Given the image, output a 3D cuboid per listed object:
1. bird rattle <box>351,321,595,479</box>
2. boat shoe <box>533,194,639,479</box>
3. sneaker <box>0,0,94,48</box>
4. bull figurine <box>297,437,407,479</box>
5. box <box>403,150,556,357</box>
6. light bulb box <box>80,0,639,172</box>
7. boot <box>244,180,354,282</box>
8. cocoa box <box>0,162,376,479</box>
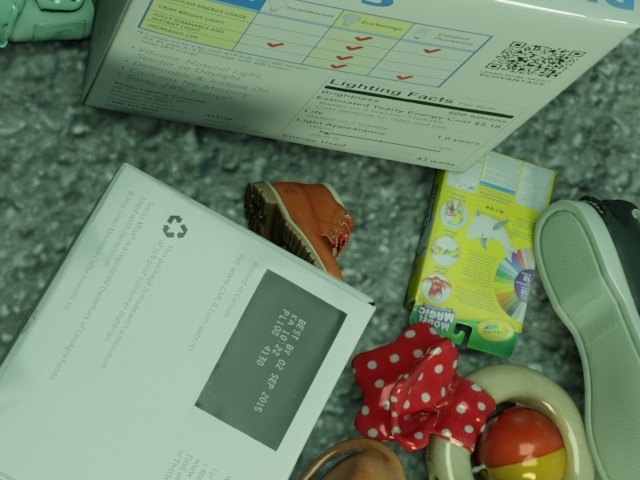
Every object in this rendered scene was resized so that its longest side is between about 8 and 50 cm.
[{"bbox_3d":[0.140,0.187,1.494,0.207,0.143,0.253,-13,75,-33],"label":"bird rattle"},{"bbox_3d":[0.278,0.102,1.503,0.091,0.114,0.302,-6,78,-34],"label":"boat shoe"},{"bbox_3d":[-0.270,-0.167,1.469,0.151,0.094,0.256,14,77,-13],"label":"sneaker"},{"bbox_3d":[0.041,0.320,1.401,0.188,0.101,0.310,-21,78,13],"label":"bull figurine"},{"bbox_3d":[0.141,0.010,1.553,0.105,0.043,0.179,18,73,-9],"label":"box"},{"bbox_3d":[0.023,-0.232,1.366,0.358,0.361,0.225,9,72,-15],"label":"light bulb box"},{"bbox_3d":[0.000,0.000,1.484,0.084,0.059,0.158,-5,41,-24],"label":"boot"},{"bbox_3d":[-0.153,0.158,1.356,0.231,0.228,0.347,30,74,-7],"label":"cocoa box"}]
